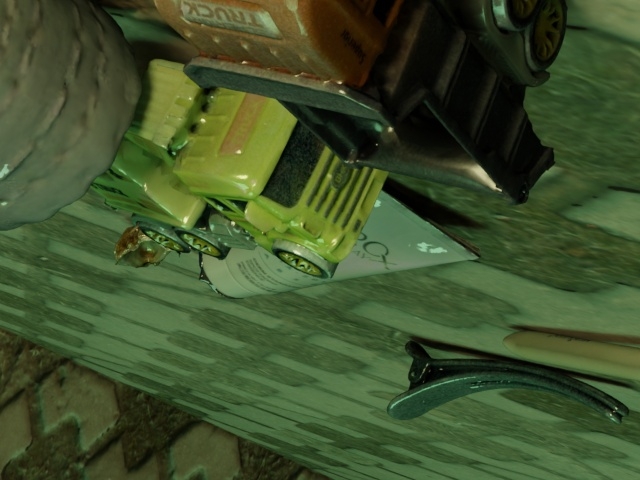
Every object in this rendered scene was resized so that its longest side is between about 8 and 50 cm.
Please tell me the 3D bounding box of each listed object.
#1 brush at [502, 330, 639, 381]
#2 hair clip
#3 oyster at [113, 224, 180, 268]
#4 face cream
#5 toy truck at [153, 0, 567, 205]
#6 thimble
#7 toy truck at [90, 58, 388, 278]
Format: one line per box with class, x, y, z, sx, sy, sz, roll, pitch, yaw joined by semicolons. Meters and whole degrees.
brush;0.215;0.086;1.119;0.042;0.039;0.299;26;169;-29
hair clip;0.153;0.119;1.369;0.229;0.070;0.039;-1;153;44
oyster;-0.146;0.005;1.400;0.051;0.034;0.093;8;164;-26
face cream;0.000;0.000;1.066;0.092;0.058;0.243;30;160;-23
toy truck;0.018;-0.076;0.562;0.083;0.092;0.192;15;167;30
thimble;-0.175;-0.081;0.794;0.151;0.127;0.118;1;158;37
toy truck;-0.059;-0.049;0.859;0.116;0.085;0.191;34;165;-34
